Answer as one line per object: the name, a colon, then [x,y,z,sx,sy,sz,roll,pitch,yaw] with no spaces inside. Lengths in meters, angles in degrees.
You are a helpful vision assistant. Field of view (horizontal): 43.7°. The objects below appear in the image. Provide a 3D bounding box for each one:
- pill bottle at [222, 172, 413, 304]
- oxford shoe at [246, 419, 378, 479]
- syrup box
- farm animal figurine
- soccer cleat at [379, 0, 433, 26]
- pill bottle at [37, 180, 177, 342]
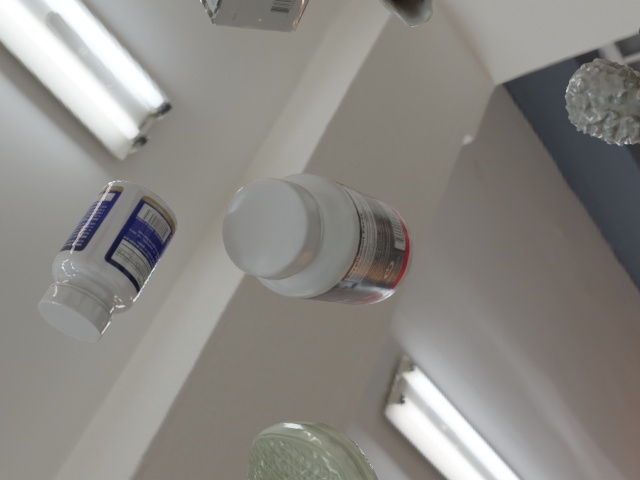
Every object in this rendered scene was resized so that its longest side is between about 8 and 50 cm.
pill bottle: [0.000,0.000,1.159,0.318,0.176,0.176,15,-112,-61]
oxford shoe: [0.004,0.281,0.848,0.130,0.449,0.169,-17,-114,-19]
syrup box: [-0.091,-0.321,0.793,0.096,0.093,0.237,-4,-126,-33]
farm animal figurine: [0.455,-0.189,0.771,0.330,0.327,0.172,-60,-11,9]
soccer cleat: [0.031,-0.208,0.464,0.196,0.068,0.076,48,-159,-56]
pill bottle: [-0.267,0.027,0.998,0.112,0.112,0.187,46,-130,-28]
